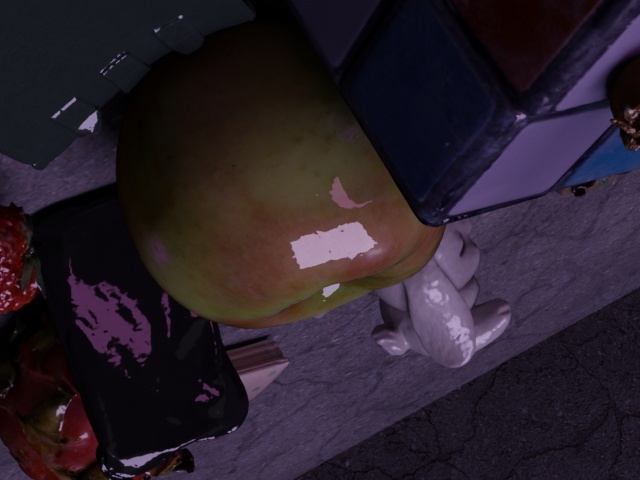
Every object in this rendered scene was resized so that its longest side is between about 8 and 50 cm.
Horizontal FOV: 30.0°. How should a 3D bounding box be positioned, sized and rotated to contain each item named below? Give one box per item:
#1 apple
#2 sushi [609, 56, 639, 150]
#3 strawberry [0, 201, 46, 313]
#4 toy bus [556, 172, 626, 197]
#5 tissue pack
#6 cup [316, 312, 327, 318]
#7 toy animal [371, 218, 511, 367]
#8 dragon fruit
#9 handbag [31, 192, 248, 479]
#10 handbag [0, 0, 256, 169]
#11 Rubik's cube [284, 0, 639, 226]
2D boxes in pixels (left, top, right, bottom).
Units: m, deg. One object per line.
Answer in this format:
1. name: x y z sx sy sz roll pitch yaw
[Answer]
1. apple: -0.041 -0.067 1.177 0.319 0.277 0.319 -20 167 -5
2. sushi: 0.243 -0.096 0.874 0.062 0.060 0.118 -30 160 14
3. strawberry: -0.348 0.022 1.168 0.148 0.131 0.131 -29 162 -29
4. toy bus: 0.387 -0.180 1.707 0.157 0.139 0.289 -22 158 -11
5. tissue pack: -0.223 0.258 2.010 0.325 0.071 0.170 -12 152 -44
6. cup: 0.003 -0.001 1.653 0.142 0.173 0.134 -37 -169 14
7. toy animal: 0.148 0.049 1.787 0.206 0.271 0.265 -32 148 -9
8. dragon fruit: -0.269 0.193 1.517 0.291 0.269 0.250 -41 168 36
9. handbag: -0.200 0.105 1.353 0.192 0.332 0.075 -21 -166 -27
10. handbag: -0.198 -0.176 0.959 0.248 0.079 0.260 -32 161 8
11. Rubik's cube: 0.191 -0.239 1.007 0.318 0.316 0.313 -17 157 -38
